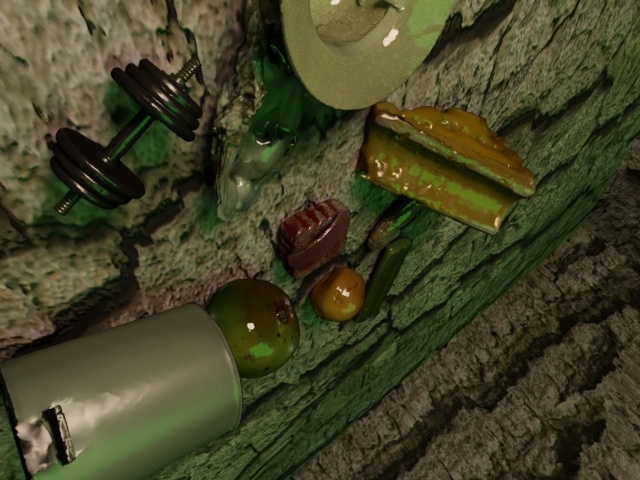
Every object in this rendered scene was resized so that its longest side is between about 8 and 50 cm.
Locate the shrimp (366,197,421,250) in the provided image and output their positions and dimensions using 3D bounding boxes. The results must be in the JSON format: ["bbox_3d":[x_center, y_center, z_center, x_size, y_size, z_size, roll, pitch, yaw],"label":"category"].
[{"bbox_3d":[0.197,-0.054,1.003,0.223,0.047,0.126,-42,157,7],"label":"shrimp"}]

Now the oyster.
[{"bbox_3d":[-0.088,-0.135,0.537,0.199,0.087,0.252,-48,157,-13],"label":"oyster"}]

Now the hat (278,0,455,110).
[{"bbox_3d":[0.026,-0.285,0.454,0.257,0.130,0.257,-31,145,-24],"label":"hat"}]

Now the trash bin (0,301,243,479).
[{"bbox_3d":[-0.277,0.229,0.614,0.263,0.217,0.277,-15,171,-39],"label":"trash bin"}]

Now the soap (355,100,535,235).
[{"bbox_3d":[0.220,-0.198,0.872,0.339,0.304,0.169,22,123,-15],"label":"soap"}]

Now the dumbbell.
[{"bbox_3d":[-0.195,-0.105,0.436,0.208,0.099,0.099,-47,149,1],"label":"dumbbell"}]

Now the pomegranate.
[{"bbox_3d":[-0.143,0.162,0.763,0.210,0.179,0.180,-24,156,23],"label":"pomegranate"}]

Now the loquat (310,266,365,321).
[{"bbox_3d":[0.042,0.121,0.971,0.137,0.113,0.137,-57,178,-4],"label":"loquat"}]

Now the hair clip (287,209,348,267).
[{"bbox_3d":[0.001,0.001,0.753,0.137,0.022,0.054,-40,151,-9],"label":"hair clip"}]

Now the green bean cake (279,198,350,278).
[{"bbox_3d":[-0.012,-0.005,0.806,0.135,0.056,0.135,-26,143,-27],"label":"green bean cake"}]

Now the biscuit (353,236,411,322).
[{"bbox_3d":[0.168,0.115,1.166,0.099,0.038,0.322,-25,147,-37],"label":"biscuit"}]
